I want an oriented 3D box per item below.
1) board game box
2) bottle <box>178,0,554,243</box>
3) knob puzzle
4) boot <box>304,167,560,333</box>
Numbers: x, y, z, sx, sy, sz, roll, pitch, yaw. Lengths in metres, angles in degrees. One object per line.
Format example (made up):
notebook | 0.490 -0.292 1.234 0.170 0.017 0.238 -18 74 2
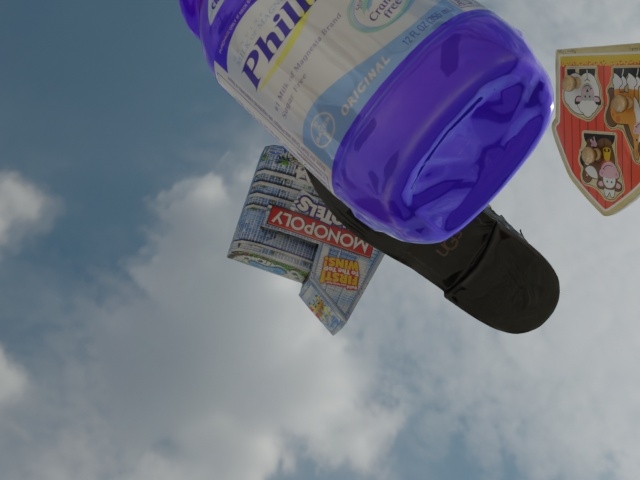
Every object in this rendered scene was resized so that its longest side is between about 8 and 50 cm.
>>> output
board game box | 0.000 0.000 1.122 0.194 0.060 0.194 19 -115 -7
bottle | -0.004 -0.117 0.533 0.118 0.283 0.092 -49 -38 7
knob puzzle | 0.319 -0.122 1.097 0.029 0.213 0.213 -9 -67 -24
boot | 0.096 -0.020 0.805 0.263 0.229 0.091 45 -81 3
